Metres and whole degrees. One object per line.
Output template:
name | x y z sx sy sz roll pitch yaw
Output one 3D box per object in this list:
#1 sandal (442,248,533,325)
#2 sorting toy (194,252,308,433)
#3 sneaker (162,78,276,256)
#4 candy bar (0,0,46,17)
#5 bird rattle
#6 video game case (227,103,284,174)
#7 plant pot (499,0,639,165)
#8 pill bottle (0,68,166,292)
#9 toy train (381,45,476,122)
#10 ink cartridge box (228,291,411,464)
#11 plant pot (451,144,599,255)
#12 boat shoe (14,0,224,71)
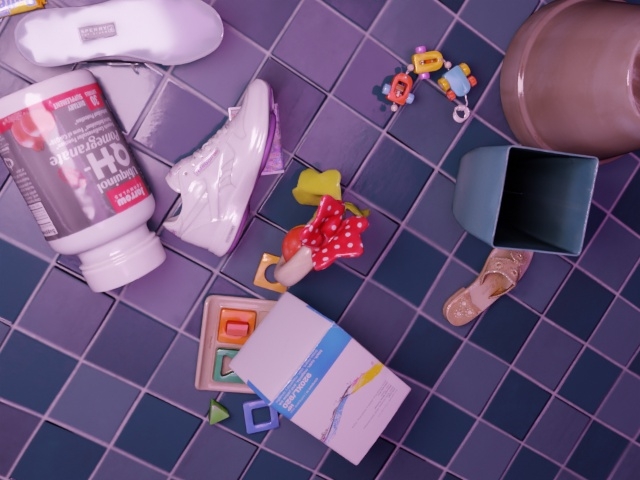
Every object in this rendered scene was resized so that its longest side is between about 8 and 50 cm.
sandal | 0.345 0.083 1.317 0.240 0.079 0.088 -43 107 -3
sorting toy | -0.121 0.195 1.238 0.196 0.047 0.347 6 99 -15
sneaker | -0.167 -0.127 1.123 0.152 0.114 0.304 20 100 -8
candy bar | -0.508 -0.359 1.052 0.162 0.018 0.040 -18 104 -9
bird rattle | 0.000 0.000 1.141 0.143 0.253 0.207 33 115 -17
video game case | -0.112 -0.174 1.189 0.087 0.011 0.121 -8 102 -13
plant pot | 0.525 -0.282 1.190 0.324 0.280 0.322 -2 100 -13
pill bottle | -0.367 -0.087 1.056 0.177 0.176 0.318 -26 106 -8
toy train | 0.195 -0.279 1.231 0.167 0.046 0.125 15 98 -13
ink cartridge box | 0.001 0.237 1.175 0.233 0.171 0.168 43 79 -32
plant pot | 0.335 -0.082 1.202 0.166 0.234 0.165 6 99 -14
boat shoe | -0.306 -0.320 1.066 0.307 0.105 0.113 -12 107 -5
